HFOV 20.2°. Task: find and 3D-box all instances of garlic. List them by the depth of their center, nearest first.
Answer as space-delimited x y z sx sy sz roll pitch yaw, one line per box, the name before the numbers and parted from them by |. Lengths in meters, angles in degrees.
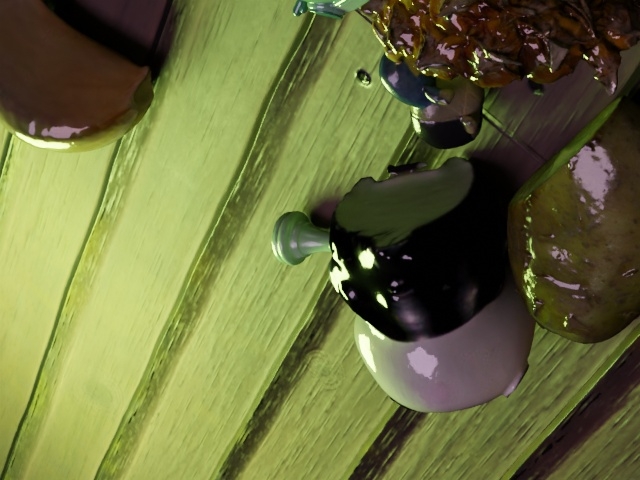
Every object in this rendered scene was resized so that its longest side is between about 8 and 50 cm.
garlic | -0.350 -0.249 2.259 0.338 0.151 0.196 46 119 14

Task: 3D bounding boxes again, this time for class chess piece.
chess piece | 0.000 0.000 2.168 0.103 0.067 0.067 5 128 31

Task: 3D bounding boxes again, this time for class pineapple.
pineapple | 0.154 -0.236 1.691 0.334 0.161 0.158 26 138 31

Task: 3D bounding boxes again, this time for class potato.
potato | 0.275 -0.023 1.792 0.176 0.141 0.298 21 132 12

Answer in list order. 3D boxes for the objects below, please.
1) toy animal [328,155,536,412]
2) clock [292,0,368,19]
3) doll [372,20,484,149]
toy animal | 0.127 0.052 1.972 0.212 0.212 0.266 12 135 40
clock | 0.012 -0.299 1.784 0.066 0.159 0.211 10 158 -23
doll | 0.118 -0.161 1.854 0.179 0.089 0.102 54 -172 -41
